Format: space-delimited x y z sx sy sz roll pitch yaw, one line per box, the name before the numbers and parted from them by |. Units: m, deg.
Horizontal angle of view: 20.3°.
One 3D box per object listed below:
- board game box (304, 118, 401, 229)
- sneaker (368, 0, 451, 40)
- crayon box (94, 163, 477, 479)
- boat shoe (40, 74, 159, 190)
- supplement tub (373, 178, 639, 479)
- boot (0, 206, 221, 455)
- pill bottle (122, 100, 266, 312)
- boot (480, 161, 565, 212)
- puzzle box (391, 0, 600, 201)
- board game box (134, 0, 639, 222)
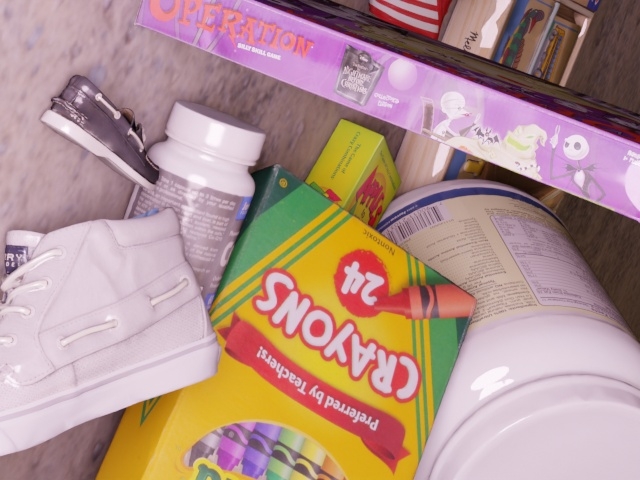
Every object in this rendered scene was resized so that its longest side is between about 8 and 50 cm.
board game box | 0.000 0.000 1.480 0.181 0.043 0.092 -60 158 -14
sneaker | 0.107 -0.242 1.448 0.221 0.087 0.128 -29 149 -38
crayon box | -0.029 0.133 1.274 0.202 0.081 0.318 33 64 -24
boat shoe | -0.129 -0.066 1.106 0.038 0.046 0.125 -59 150 -4
supplement tub | 0.150 0.119 1.484 0.325 0.235 0.235 -113 -150 -56
boot | -0.181 0.056 1.079 0.258 0.095 0.123 -19 95 -41
pill bottle | -0.090 -0.020 1.198 0.078 0.078 0.137 -1 114 -67
boot | 0.190 -0.008 1.733 0.213 0.077 0.165 -51 155 -21
puzzle box | 0.169 -0.137 1.722 0.272 0.052 0.409 0 113 -68
board game box | 0.078 -0.097 1.140 0.208 0.347 0.056 -17 127 -64
